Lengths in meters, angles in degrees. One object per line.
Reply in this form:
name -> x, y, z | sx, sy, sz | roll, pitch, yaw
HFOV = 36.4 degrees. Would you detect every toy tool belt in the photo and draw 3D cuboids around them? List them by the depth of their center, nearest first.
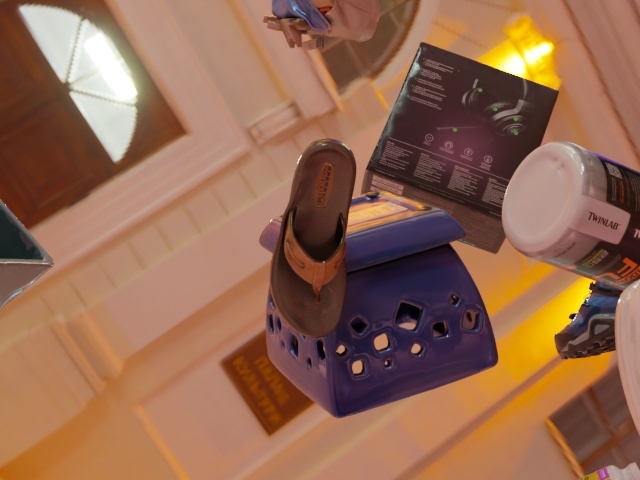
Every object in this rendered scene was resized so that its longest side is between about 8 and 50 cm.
toy tool belt -> -0.008, -0.135, 0.554 | 0.083, 0.051, 0.052 | 5, -85, 54

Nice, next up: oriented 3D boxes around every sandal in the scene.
sandal -> 0.000, 0.000, 1.054 | 0.060, 0.090, 0.219 | -138, -121, -75

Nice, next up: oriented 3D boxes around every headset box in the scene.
headset box -> 0.229, -0.161, 1.597 | 0.246, 0.283, 0.131 | 20, -23, 6

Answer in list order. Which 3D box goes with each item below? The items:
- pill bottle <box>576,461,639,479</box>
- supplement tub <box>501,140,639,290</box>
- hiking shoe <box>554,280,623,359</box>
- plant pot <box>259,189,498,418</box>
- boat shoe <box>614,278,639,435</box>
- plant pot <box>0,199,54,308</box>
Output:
pill bottle -> 0.264, 0.239, 0.911 | 0.043, 0.083, 0.043 | 58, 11, -19
supplement tub -> 0.283, -0.016, 0.952 | 0.190, 0.117, 0.117 | 18, 4, -27
hiking shoe -> 0.427, 0.054, 1.339 | 0.304, 0.113, 0.132 | -48, -127, 38
plant pot -> 0.060, 0.063, 1.238 | 0.236, 0.236, 0.212 | -154, -128, -65
boat shoe -> 0.246, 0.123, 0.514 | 0.096, 0.098, 0.277 | 89, -15, -61
plant pot -> -0.498, 0.025, 1.046 | 0.247, 0.252, 0.248 | 46, 7, 9
